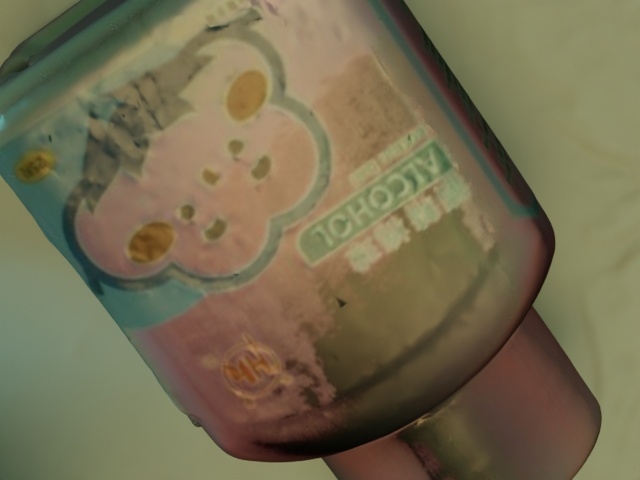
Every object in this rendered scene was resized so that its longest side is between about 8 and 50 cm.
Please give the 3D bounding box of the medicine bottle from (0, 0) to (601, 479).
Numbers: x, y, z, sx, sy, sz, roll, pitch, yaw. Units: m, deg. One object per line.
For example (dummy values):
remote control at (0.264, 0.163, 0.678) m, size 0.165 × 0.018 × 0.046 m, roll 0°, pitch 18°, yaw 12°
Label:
medicine bottle at (0.000, 0.000, 0.543) m, size 0.119 × 0.094 × 0.188 m, roll -34°, pitch 106°, yaw 7°
